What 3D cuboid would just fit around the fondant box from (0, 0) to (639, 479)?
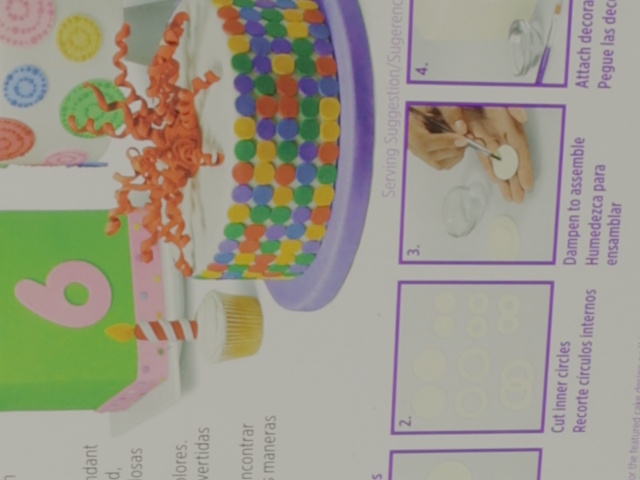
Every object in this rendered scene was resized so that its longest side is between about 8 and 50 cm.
[{"bbox_3d":[0.000,0.000,0.442,0.330,0.096,0.238,0,-79,-9],"label":"fondant box"}]
